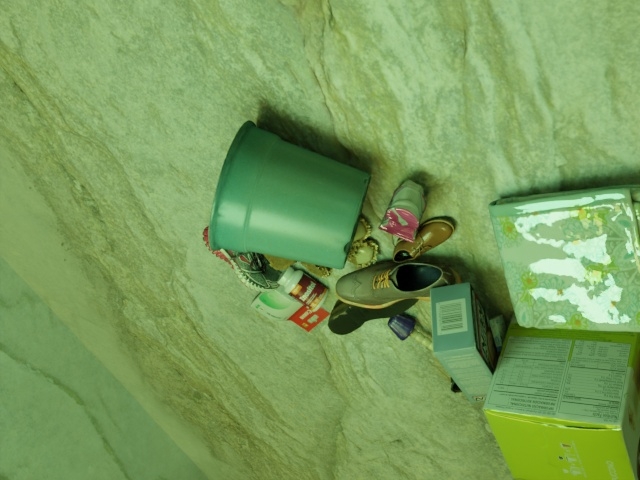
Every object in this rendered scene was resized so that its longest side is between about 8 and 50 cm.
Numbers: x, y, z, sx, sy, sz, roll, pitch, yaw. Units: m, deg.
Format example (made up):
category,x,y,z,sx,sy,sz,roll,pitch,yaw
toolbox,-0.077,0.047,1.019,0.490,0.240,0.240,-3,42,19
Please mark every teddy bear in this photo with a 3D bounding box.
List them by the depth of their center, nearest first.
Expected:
category,x,y,z,sx,sy,sz,roll,pitch,yaw
teddy bear,0.000,0.000,2.047,0.337,0.113,0.245,-17,131,35

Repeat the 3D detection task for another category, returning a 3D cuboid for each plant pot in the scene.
category,x,y,z,sx,sy,sz,roll,pitch,yaw
plant pot,-0.065,-0.092,1.810,0.333,0.341,0.341,16,142,3

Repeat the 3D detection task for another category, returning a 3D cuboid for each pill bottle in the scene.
category,x,y,z,sx,sy,sz,roll,pitch,yaw
pill bottle,-0.057,0.148,2.251,0.152,0.086,0.086,35,143,-8

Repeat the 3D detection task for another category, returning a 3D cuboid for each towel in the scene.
category,x,y,z,sx,sy,sz,roll,pitch,yaw
towel,0.567,0.047,1.596,0.374,0.090,0.321,-4,104,48

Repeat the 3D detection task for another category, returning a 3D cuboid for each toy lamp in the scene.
category,x,y,z,sx,sy,sz,roll,pitch,yaw
toy lamp,0.328,0.312,2.196,0.274,0.080,0.080,33,143,-5

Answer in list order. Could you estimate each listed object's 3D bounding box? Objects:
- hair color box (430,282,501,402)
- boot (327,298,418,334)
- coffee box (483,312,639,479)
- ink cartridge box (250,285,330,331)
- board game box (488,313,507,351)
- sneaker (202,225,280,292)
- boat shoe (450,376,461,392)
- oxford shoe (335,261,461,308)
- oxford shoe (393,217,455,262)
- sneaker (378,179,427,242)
category,x,y,z,sx,sy,sz,roll,pitch,yaw
hair color box,0.402,0.284,1.934,0.113,0.186,0.374,-11,145,21
boot,0.157,0.173,2.139,0.305,0.115,0.112,-24,119,25
coffee box,0.666,0.426,1.891,0.338,0.334,0.338,-1,134,34
ink cartridge box,-0.104,0.232,2.409,0.224,0.056,0.181,36,143,-6
board game box,0.494,0.253,1.978,0.020,0.090,0.090,-16,86,29
sneaker,-0.226,0.048,2.227,0.112,0.121,0.299,-33,119,27
boat shoe,0.481,0.407,2.206,0.084,0.079,0.233,38,141,-8
oxford shoe,0.191,0.106,1.971,0.363,0.130,0.132,-9,159,26
oxford shoe,0.269,0.008,1.887,0.076,0.076,0.212,41,140,-12
sneaker,0.217,-0.073,1.810,0.102,0.111,0.252,24,165,1
